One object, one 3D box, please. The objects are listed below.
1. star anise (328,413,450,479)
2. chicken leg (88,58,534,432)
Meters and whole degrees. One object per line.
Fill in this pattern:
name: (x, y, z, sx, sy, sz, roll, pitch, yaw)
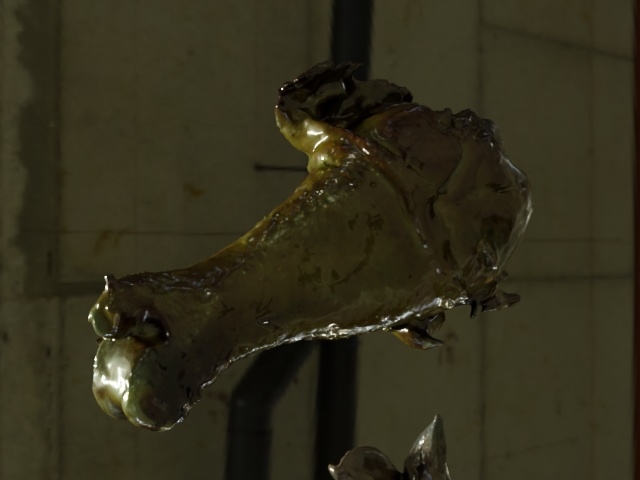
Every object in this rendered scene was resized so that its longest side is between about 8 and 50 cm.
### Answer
star anise: (0.118, 0.348, 1.489, 0.108, 0.315, 0.315, -94, -18, -64)
chicken leg: (0.007, -0.015, 0.852, 0.361, 0.140, 0.212, -12, -96, -36)
